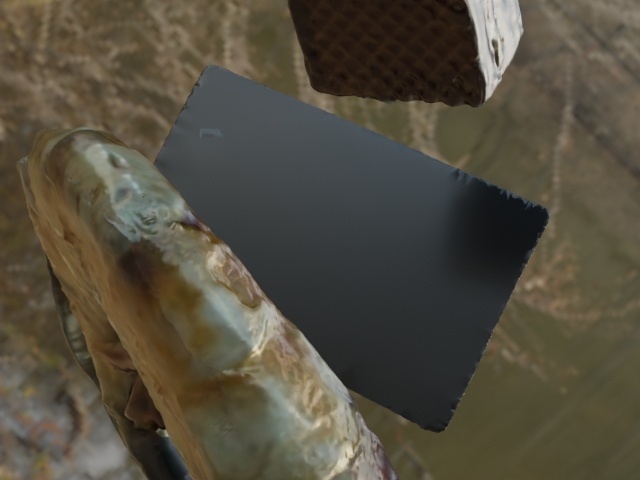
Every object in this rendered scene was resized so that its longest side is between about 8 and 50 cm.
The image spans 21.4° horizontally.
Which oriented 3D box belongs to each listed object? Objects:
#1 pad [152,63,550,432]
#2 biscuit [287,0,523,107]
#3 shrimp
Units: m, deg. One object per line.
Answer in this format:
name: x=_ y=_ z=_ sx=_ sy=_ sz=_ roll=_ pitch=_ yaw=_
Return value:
pad: x=0.000 y=0.000 z=1.098 sx=0.265 sy=0.159 sz=0.009 roll=25 pitch=-7 yaw=21
biscuit: x=0.015 y=-0.236 z=0.810 sx=0.073 sy=0.107 sz=0.388 roll=-59 pitch=145 yaw=-40
shrimp: x=-0.024 y=0.115 z=0.698 sx=0.365 sy=0.071 sz=0.233 roll=61 pitch=-21 yaw=-13
